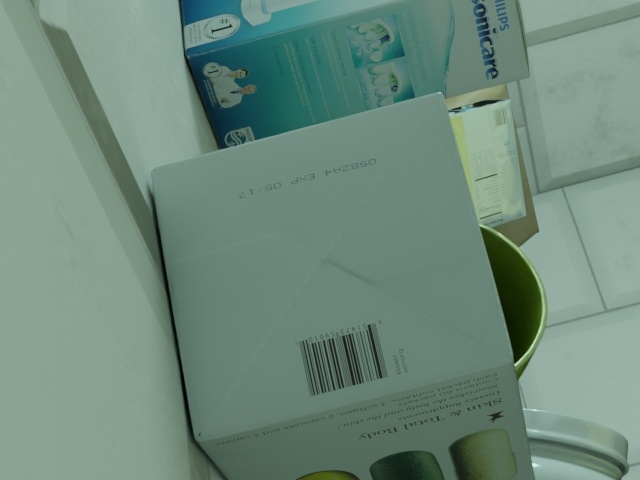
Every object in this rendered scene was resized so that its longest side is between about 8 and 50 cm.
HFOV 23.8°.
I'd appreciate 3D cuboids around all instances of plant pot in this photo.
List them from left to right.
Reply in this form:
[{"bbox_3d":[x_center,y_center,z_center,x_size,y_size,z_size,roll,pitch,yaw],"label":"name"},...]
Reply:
[{"bbox_3d":[0.132,0.161,1.951,0.293,0.275,0.274,94,-12,-50],"label":"plant pot"}]

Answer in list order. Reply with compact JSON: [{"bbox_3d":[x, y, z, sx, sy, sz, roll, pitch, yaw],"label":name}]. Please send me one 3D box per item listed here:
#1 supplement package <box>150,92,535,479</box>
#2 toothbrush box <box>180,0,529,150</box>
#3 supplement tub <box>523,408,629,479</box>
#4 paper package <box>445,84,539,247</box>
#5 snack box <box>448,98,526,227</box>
[{"bbox_3d":[0.025,0.068,1.045,0.262,0.199,0.198,67,9,-62],"label":"supplement package"},{"bbox_3d":[0.025,-0.224,1.419,0.216,0.296,0.126,-101,174,-47],"label":"toothbrush box"},{"bbox_3d":[0.218,0.369,1.657,0.241,0.241,0.331,65,33,-67],"label":"supplement tub"},{"bbox_3d":[0.168,-0.072,2.415,0.168,0.325,0.309,15,-48,46],"label":"paper package"},{"bbox_3d":[0.165,-0.089,2.245,0.060,0.322,0.187,4,-74,51],"label":"snack box"}]
